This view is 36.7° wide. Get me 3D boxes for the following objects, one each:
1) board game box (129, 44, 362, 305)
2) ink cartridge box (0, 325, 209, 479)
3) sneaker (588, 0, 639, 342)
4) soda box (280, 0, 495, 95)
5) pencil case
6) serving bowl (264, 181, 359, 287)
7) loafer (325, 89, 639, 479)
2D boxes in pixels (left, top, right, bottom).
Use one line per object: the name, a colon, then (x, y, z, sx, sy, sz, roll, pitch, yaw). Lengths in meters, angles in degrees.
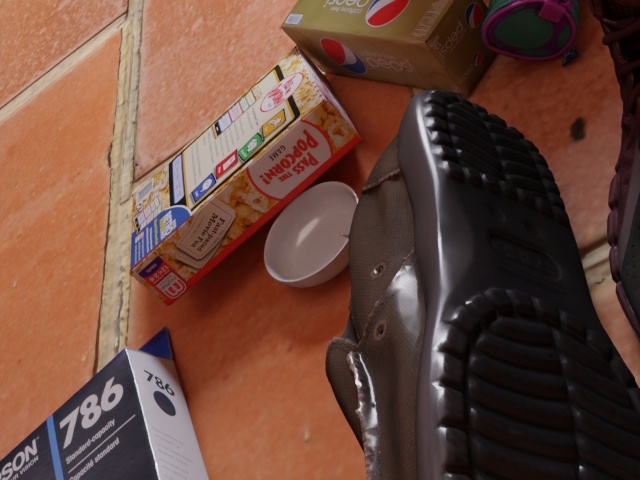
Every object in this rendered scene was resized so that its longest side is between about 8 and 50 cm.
board game box: (-0.067, -0.056, 0.758, 0.193, 0.045, 0.147, -40, 26, 11)
ink cartridge box: (-0.148, 0.195, 0.633, 0.165, 0.065, 0.333, -42, 37, 10)
sneaker: (0.166, -0.078, 0.477, 0.106, 0.162, 0.281, -18, 47, 33)
soda box: (0.051, -0.161, 0.743, 0.181, 0.061, 0.058, 23, 75, 51)
pencil case: (0.158, -0.195, 0.666, 0.070, 0.064, 0.152, -24, 42, 52)
serving bowl: (0.000, 0.000, 0.682, 0.083, 0.027, 0.083, -25, 43, 26)
loafer: (0.074, 0.074, 0.490, 0.130, 0.133, 0.366, -52, 20, 35)
